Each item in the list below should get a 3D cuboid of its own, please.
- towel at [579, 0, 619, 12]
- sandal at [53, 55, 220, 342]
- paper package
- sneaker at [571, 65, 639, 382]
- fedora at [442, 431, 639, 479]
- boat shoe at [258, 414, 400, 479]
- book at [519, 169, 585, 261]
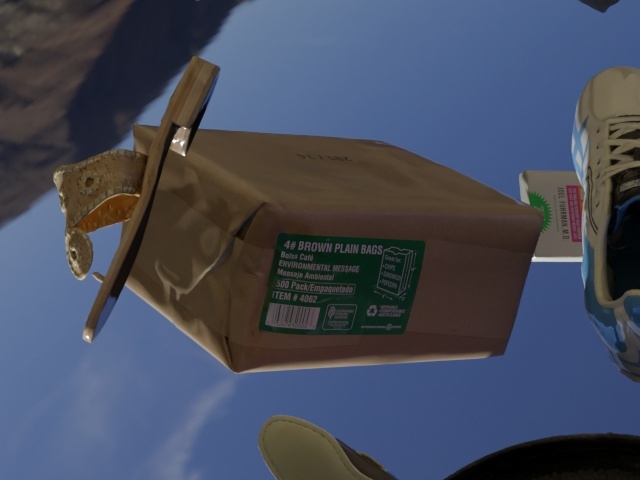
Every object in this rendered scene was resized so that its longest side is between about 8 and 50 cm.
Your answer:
[{"bbox_3d":[0.092,-0.340,1.153,0.056,0.324,0.312,-55,-149,30],"label":"towel"},{"bbox_3d":[-0.155,-0.043,1.004,0.088,0.079,0.240,118,-5,-66],"label":"sandal"},{"bbox_3d":[0.000,0.000,1.359,0.325,0.168,0.309,1,-164,-33],"label":"paper package"},{"bbox_3d":[0.190,-0.027,0.790,0.085,0.086,0.237,-3,-133,7],"label":"sneaker"},{"bbox_3d":[0.153,0.221,0.690,0.334,0.152,0.334,-8,-122,13],"label":"fedora"},{"bbox_3d":[0.029,0.276,1.536,0.081,0.228,0.069,-57,160,3],"label":"boat shoe"},{"bbox_3d":[0.286,-0.026,1.464,0.144,0.096,0.035,0,168,-17],"label":"book"}]
